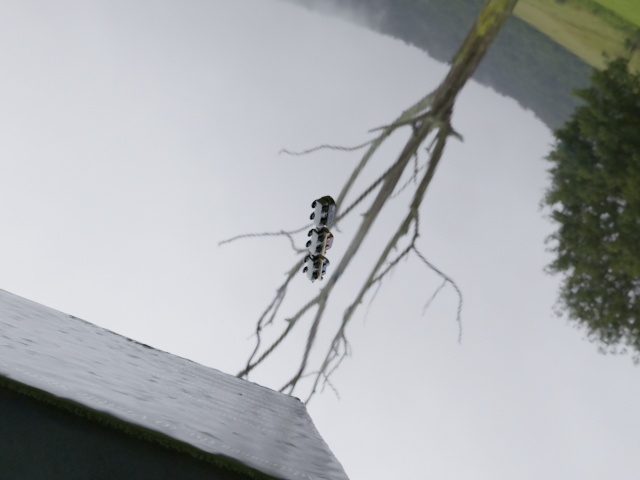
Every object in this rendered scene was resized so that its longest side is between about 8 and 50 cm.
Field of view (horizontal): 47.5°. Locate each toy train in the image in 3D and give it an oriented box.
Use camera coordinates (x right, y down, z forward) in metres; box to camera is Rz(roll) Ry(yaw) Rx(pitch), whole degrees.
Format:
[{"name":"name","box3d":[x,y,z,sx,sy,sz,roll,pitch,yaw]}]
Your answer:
[{"name":"toy train","box3d":[0.000,0.000,0.982,0.036,0.158,0.027,-29,-124,-31]}]

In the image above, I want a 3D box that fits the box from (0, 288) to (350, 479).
[{"name":"box","box3d":[-0.257,0.211,0.577,0.480,0.297,0.472,21,171,-4]}]
